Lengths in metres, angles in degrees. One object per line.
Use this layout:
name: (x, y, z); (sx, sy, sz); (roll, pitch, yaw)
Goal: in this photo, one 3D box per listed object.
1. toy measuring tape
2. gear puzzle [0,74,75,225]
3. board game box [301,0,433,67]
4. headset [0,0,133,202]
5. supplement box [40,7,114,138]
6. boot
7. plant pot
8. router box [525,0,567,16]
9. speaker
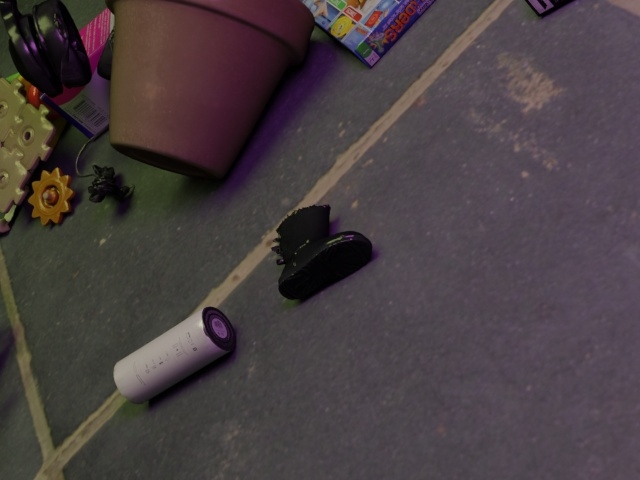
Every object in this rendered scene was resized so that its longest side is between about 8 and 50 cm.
toy measuring tape: (-0.485, -0.170, 1.930); (0.121, 0.121, 0.330); (-12, 48, 43)
gear puzzle: (-0.465, -0.142, 1.844); (0.339, 0.044, 0.175); (41, 104, 32)
board game box: (0.059, -0.303, 1.502); (0.136, 0.035, 0.201); (-46, 33, 5)
headset: (-0.309, -0.257, 1.645); (0.243, 0.394, 0.185); (-2, 16, -5)
supplement box: (-0.304, -0.274, 1.825); (0.220, 0.111, 0.114); (-34, 36, 21)
boot: (0.001, 0.000, 1.261); (0.121, 0.045, 0.099); (-32, 34, 27)
plant pot: (-0.163, -0.205, 1.499); (0.263, 0.263, 0.229); (8, 80, 52)
router box: (0.272, -0.334, 1.275); (0.133, 0.046, 0.179); (-26, 39, 30)
speaker: (-0.159, 0.126, 1.308); (0.136, 0.055, 0.055); (-33, 37, 24)
